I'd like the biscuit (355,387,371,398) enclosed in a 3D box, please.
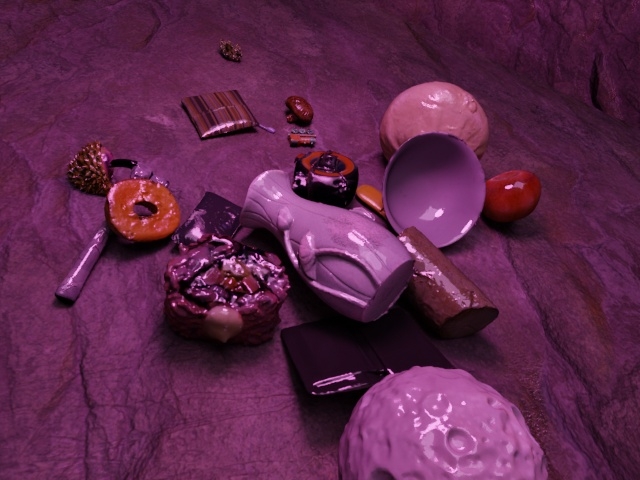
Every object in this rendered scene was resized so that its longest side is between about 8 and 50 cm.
[{"bbox_3d":[0.157,0.302,0.951,0.192,0.049,0.192,5,43,-5],"label":"biscuit"}]

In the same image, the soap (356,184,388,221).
[{"bbox_3d":[0.189,-0.124,1.353,0.168,0.033,0.089,39,49,16],"label":"soap"}]

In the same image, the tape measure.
[{"bbox_3d":[0.016,-0.191,1.287,0.202,0.135,0.222,10,41,2],"label":"tape measure"}]

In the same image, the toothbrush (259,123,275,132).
[{"bbox_3d":[-0.248,-0.430,1.497,0.193,0.013,0.019,27,40,6],"label":"toothbrush"}]

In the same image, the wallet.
[{"bbox_3d":[0.094,0.239,0.924,0.323,0.041,0.247,-7,26,-17],"label":"wallet"}]

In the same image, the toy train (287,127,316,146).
[{"bbox_3d":[-0.063,-0.361,1.478,0.103,0.044,0.064,-1,53,-17],"label":"toy train"}]

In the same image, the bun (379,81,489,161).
[{"bbox_3d":[0.371,-0.330,1.406,0.365,0.364,0.202,18,58,-2],"label":"bun"}]

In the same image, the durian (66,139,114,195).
[{"bbox_3d":[-0.615,-0.212,1.114,0.119,0.108,0.186,-8,53,-25],"label":"durian"}]

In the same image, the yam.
[{"bbox_3d":[0.296,0.117,1.086,0.168,0.168,0.304,-21,58,-32],"label":"yam"}]

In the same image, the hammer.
[{"bbox_3d":[-0.505,-0.034,1.017,0.152,0.044,0.426,34,46,-30],"label":"hammer"}]

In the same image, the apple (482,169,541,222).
[{"bbox_3d":[0.635,-0.142,1.410,0.201,0.201,0.162,-31,108,-37],"label":"apple"}]

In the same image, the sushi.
[{"bbox_3d":[-0.202,0.113,0.918,0.270,0.170,0.236,15,46,-12],"label":"sushi"}]

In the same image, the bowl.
[{"bbox_3d":[0.319,-0.153,1.301,0.346,0.345,0.157,4,4,-15],"label":"bowl"}]

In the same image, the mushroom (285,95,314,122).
[{"bbox_3d":[-0.078,-0.488,1.556,0.109,0.085,0.126,-25,66,-35],"label":"mushroom"}]

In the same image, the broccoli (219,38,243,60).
[{"bbox_3d":[-0.372,-0.795,1.734,0.095,0.092,0.096,-6,69,-7],"label":"broccoli"}]

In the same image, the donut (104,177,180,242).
[{"bbox_3d":[-0.440,-0.068,1.029,0.179,0.066,0.162,6,70,-46],"label":"donut"}]

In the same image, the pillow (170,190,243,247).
[{"bbox_3d":[-0.287,-0.041,1.105,0.141,0.055,0.208,27,47,-3],"label":"pillow"}]

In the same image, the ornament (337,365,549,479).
[{"bbox_3d":[0.185,0.377,0.702,0.338,0.337,0.336,9,47,-10],"label":"ornament"}]

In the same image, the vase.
[{"bbox_3d":[0.000,0.000,1.035,0.445,0.249,0.250,37,48,25],"label":"vase"}]

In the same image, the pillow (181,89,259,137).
[{"bbox_3d":[-0.345,-0.443,1.446,0.212,0.052,0.208,-19,59,-25],"label":"pillow"}]
